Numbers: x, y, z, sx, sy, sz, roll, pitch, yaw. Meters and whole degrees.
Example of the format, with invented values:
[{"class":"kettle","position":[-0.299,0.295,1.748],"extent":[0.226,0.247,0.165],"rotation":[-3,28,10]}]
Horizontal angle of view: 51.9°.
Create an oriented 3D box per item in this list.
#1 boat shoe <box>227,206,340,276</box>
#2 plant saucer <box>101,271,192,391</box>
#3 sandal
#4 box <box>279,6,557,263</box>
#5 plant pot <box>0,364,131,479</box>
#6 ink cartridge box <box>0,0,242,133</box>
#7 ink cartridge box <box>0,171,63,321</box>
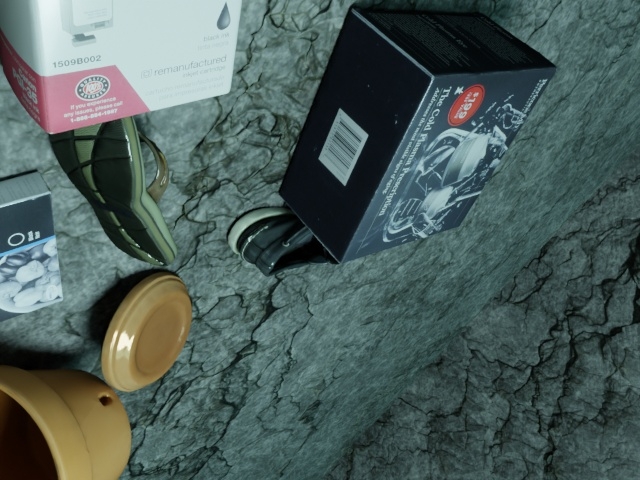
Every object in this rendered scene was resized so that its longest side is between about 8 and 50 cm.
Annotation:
[{"class":"boat shoe","position":[0.001,-0.003,1.171],"extent":[0.340,0.113,0.127],"rotation":[-6,136,-47]},{"class":"plant saucer","position":[-0.266,0.149,1.046],"extent":[0.200,0.037,0.200],"rotation":[-51,152,-42]},{"class":"sandal","position":[-0.236,-0.078,0.804],"extent":[0.086,0.120,0.303],"rotation":[-59,163,-29]},{"class":"box","position":[0.149,-0.170,1.051],"extent":[0.312,0.179,0.343],"rotation":[-17,144,-40]},{"class":"plant pot","position":[-0.415,0.310,0.953],"extent":[0.291,0.291,0.203],"rotation":[-50,166,16]},{"class":"ink cartridge box","position":[-0.179,-0.259,0.584],"extent":[0.207,0.117,0.283],"rotation":[-22,146,-32]},{"class":"ink cartridge box","position":[-0.419,0.032,0.776],"extent":[0.208,0.045,0.206],"rotation":[-21,146,-31]}]
